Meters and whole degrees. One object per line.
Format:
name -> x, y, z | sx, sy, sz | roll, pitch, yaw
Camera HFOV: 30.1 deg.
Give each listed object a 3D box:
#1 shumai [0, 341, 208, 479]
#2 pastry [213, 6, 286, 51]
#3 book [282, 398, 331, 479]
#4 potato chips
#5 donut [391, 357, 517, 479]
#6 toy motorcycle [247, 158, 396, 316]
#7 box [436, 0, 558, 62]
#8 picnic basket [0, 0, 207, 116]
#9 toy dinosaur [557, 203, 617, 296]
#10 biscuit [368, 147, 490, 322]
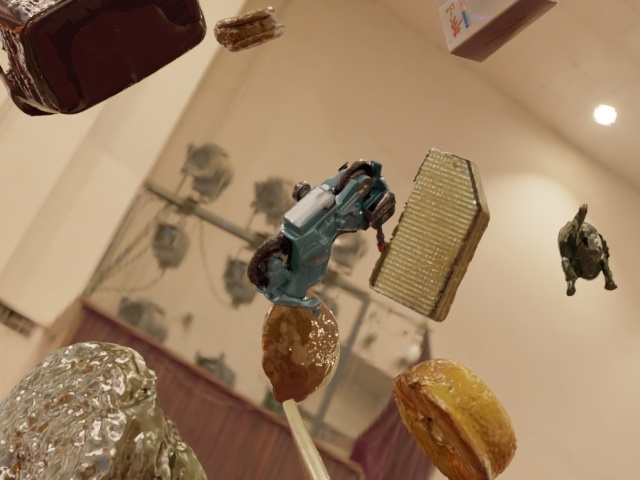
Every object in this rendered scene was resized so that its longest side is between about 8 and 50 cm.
shumai -> -0.204, 0.286, 1.129 | 0.309, 0.304, 0.263 | -33, -60, 21
pastry -> -0.110, -0.327, 1.840 | 0.097, 0.109, 0.057 | -131, -158, -81
book -> 0.030, 0.425, 1.604 | 0.028, 0.262, 0.374 | -19, -51, -7
potato chips -> -0.018, 0.168, 1.903 | 0.062, 0.195, 0.208 | -8, -15, 33
donut -> 0.164, 0.216, 1.426 | 0.174, 0.074, 0.190 | 50, -17, 12
toy motorcycle -> 0.000, 0.000, 1.737 | 0.123, 0.272, 0.182 | 34, -26, 30
box -> 0.213, -0.372, 1.564 | 0.067, 0.233, 0.149 | 6, -29, -36
picnic basket -> -0.286, -0.292, 1.564 | 0.129, 0.297, 0.222 | 30, -32, 50
toy dinosaur -> 0.402, 0.022, 1.822 | 0.079, 0.120, 0.292 | -14, -8, 14
biscuit -> 0.182, -0.011, 1.854 | 0.150, 0.252, 0.052 | 23, 0, 44
